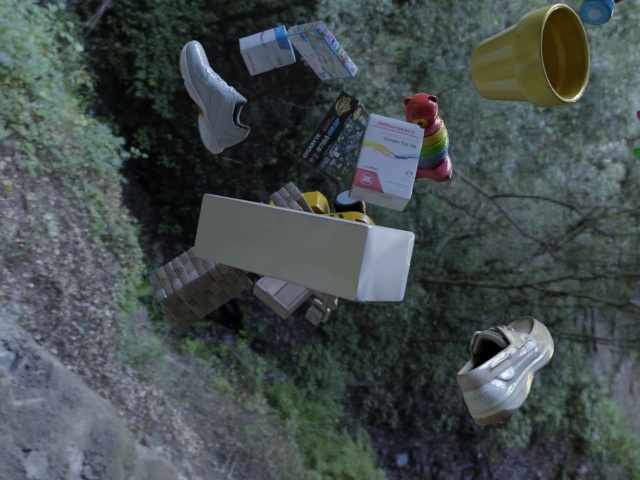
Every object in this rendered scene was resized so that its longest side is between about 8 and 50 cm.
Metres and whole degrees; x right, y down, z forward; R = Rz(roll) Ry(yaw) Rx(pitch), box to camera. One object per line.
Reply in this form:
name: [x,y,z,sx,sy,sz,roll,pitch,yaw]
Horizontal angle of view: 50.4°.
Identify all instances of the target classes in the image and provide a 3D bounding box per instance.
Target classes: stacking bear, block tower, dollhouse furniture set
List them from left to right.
block tower: [-0.158,0.031,1.260,0.335,0.091,0.097,-35,130,-3]
dollhouse furniture set: [-0.048,-0.004,1.508,0.174,0.303,0.355,-42,162,-34]
stacking bear: [0.341,-0.353,2.241,0.289,0.175,0.164,73,28,-47]

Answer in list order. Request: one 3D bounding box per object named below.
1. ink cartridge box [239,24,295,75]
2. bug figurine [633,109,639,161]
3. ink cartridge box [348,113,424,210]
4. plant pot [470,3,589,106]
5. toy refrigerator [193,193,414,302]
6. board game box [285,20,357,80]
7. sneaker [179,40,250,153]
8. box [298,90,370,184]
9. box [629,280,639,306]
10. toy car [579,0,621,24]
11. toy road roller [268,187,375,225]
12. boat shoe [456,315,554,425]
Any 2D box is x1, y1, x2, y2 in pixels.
ink cartridge box: [-0.135,-0.480,1.722,0.088,0.122,0.052,66,9,-55]
bug figurine: [0.777,-0.200,1.469,0.216,0.072,0.279,24,60,-6]
ink cartridge box: [0.134,-0.170,1.344,0.067,0.115,0.198,108,-4,-69]
plant pot: [0.543,-0.473,1.806,0.254,0.239,0.254,-1,92,-42]
toy refrigerator: [-0.029,0.010,0.851,0.102,0.269,0.094,7,94,-52]
board game box: [0.003,-0.436,1.576,0.154,0.103,0.026,44,63,-39]
sneaker: [-0.235,-0.342,1.581,0.099,0.121,0.262,-36,109,-72]
box: [0.046,-0.228,1.559,0.175,0.051,0.220,-56,164,5]
box: [0.586,0.074,1.068,0.126,0.137,0.072,-62,173,-2]
toy car: [0.679,-0.638,1.496,0.210,0.238,0.219,40,65,-26]
toy road roller: [0.000,0.000,1.952,0.240,0.330,0.202,-81,162,-53]
boat shoe: [0.303,0.186,1.128,0.098,0.109,0.302,58,36,-1]
